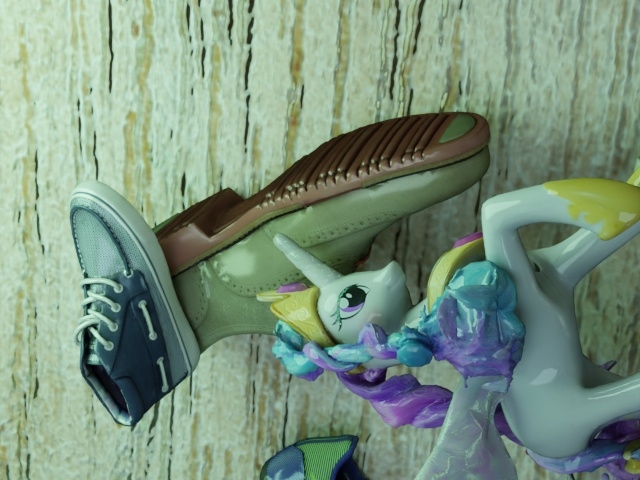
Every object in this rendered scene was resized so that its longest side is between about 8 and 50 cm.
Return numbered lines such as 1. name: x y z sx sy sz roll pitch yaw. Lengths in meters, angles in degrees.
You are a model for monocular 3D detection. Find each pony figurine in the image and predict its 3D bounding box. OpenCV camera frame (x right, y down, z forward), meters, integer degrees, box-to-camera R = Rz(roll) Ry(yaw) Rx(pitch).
1. pony figurine: 0.159 0.106 1.054 0.364 0.303 0.351 -21 101 30

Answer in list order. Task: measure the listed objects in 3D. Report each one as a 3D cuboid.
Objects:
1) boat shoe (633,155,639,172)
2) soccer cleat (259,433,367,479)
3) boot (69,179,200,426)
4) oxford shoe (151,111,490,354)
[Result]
1. boat shoe: 0.358 0.048 1.095 0.324 0.116 0.096 29 110 0
2. soccer cleat: 0.046 0.300 1.279 0.121 0.093 0.289 -24 99 15
3. boot: -0.161 0.052 1.162 0.069 0.086 0.190 -2 122 40
4. oxford shoe: 0.000 0.000 1.188 0.348 0.123 0.130 -21 104 33
